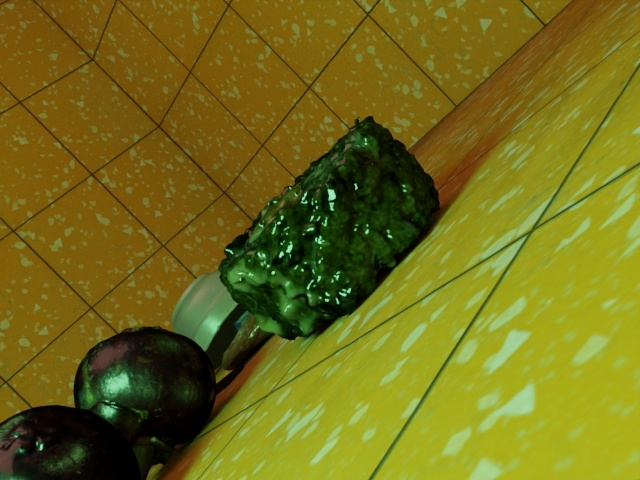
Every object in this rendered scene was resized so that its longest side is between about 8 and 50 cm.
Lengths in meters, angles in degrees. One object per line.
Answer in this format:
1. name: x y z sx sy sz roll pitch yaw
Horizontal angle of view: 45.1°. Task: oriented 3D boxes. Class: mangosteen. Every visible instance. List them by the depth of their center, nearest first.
1. mangosteen: -0.333 0.338 0.964 0.228 0.228 0.265 -48 -36 -53
2. mangosteen: -0.284 0.277 1.229 0.231 0.231 0.289 -42 39 50

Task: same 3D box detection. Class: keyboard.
1. keyboard: -0.214 0.300 1.557 0.067 0.011 0.202 -45 2 -42

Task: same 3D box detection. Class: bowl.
1. bowl: -0.266 0.183 1.913 0.287 0.143 0.287 -54 -11 -15

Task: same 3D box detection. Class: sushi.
1. sushi: 0.000 0.000 1.123 0.294 0.178 0.352 -49 8 -28

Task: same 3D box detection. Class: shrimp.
1. shrimp: -0.122 0.175 1.560 0.168 0.077 0.317 -59 6 -36

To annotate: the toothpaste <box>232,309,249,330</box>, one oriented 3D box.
1. toothpaste: -0.100 0.129 1.877 0.272 0.066 0.053 -46 3 -28
